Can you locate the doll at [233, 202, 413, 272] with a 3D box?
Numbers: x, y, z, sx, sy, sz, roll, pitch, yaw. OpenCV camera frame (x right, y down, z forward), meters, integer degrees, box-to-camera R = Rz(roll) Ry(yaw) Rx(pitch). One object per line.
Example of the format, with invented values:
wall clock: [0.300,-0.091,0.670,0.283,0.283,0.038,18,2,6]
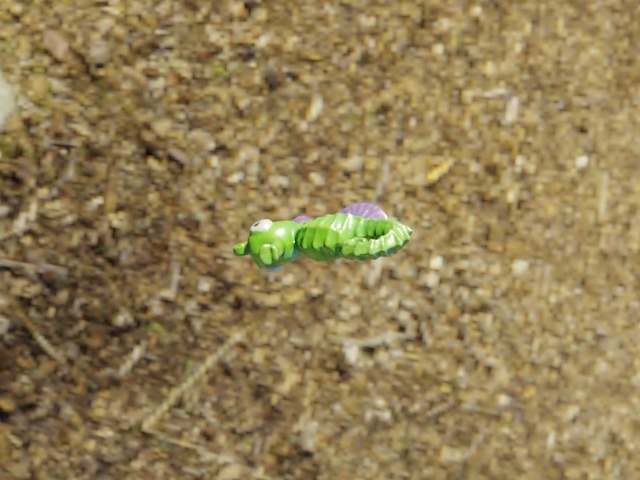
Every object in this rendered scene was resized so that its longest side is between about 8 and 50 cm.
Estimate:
doll: [0.000,0.000,1.332,0.115,0.190,0.050,-35,115,-52]
